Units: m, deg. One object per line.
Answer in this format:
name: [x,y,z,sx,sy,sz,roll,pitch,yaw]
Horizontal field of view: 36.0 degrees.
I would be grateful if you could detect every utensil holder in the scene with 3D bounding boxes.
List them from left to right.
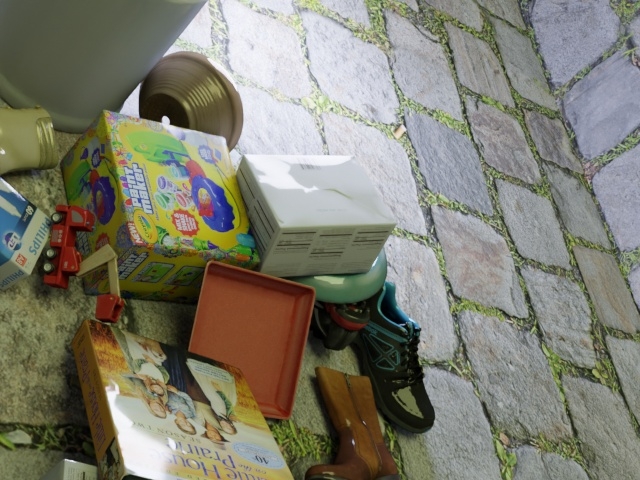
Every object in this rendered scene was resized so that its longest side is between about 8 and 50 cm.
utensil holder: [-0.425,-0.446,1.868,0.328,0.385,0.327,29,41,-28]

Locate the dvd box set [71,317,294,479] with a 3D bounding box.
dvd box set: [-0.208,0.284,1.501,0.308,0.062,0.420,23,14,-27]

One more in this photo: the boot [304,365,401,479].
boot: [0.042,0.365,1.910,0.264,0.096,0.280,13,49,-40]

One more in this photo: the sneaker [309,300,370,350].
sneaker: [0.018,0.134,2.088,0.098,0.135,0.276,15,25,-23]

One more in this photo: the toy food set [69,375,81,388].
toy food set: [-0.360,0.236,1.657,0.122,0.019,0.078,25,42,-20]

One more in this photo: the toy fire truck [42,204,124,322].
toy fire truck: [-0.391,0.037,1.650,0.047,0.135,0.192,68,27,-75]

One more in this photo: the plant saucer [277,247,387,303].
plant saucer: [0.000,0.000,2.043,0.318,0.043,0.317,15,40,-13]

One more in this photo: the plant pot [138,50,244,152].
plant pot: [-0.281,-0.253,1.976,0.237,0.237,0.110,50,33,-1]

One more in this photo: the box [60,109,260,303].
box: [-0.302,-0.054,1.837,0.279,0.177,0.289,8,54,-42]

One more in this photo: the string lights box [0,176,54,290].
string lights box: [-0.570,-0.053,1.595,0.260,0.077,0.133,44,35,-28]

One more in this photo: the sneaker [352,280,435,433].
sneaker: [0.159,0.248,2.101,0.125,0.140,0.340,-13,71,-54]

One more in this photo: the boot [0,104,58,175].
boot: [-0.592,-0.227,1.742,0.203,0.095,0.262,-19,76,-52]

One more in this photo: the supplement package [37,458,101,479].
supplement package: [-0.293,0.458,1.378,0.263,0.199,0.198,23,43,-33]

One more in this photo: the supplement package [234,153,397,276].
supplement package: [-0.026,-0.050,1.933,0.262,0.145,0.204,-2,46,-32]

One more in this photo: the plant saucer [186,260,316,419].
plant saucer: [-0.142,0.187,1.822,0.258,0.048,0.259,17,82,-38]
